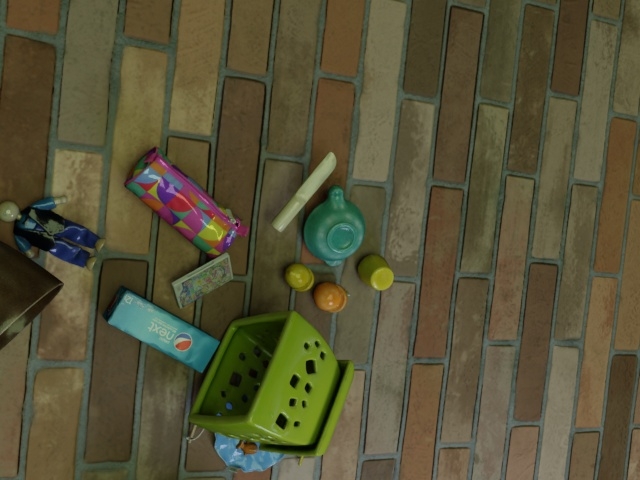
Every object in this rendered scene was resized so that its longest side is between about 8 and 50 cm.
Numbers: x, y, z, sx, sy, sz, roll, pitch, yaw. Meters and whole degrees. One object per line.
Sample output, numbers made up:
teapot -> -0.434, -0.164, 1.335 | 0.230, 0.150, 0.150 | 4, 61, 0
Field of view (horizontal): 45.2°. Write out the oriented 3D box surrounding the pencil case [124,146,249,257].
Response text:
pencil case -> -0.251, -0.070, 1.443 | 0.236, 0.104, 0.104 | 39, 79, -22

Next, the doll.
doll -> -0.482, -0.021, 1.372 | 0.189, 0.046, 0.129 | 26, 93, -17

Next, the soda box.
soda box -> -0.301, 0.169, 1.458 | 0.210, 0.067, 0.071 | 33, 81, -23

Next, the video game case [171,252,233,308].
video game case -> -0.226, 0.078, 1.483 | 0.122, 0.087, 0.011 | -30, 61, -19

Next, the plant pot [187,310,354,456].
plant pot -> -0.080, 0.286, 1.461 | 0.207, 0.228, 0.227 | 37, 60, -28

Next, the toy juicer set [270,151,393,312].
toy juicer set -> 0.000, 0.000, 1.575 | 0.209, 0.089, 0.329 | -31, 115, -5

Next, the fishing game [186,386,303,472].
fishing game -> -0.132, 0.385, 1.568 | 0.264, 0.041, 0.189 | 23, 82, -24

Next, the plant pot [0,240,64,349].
plant pot -> -0.586, 0.067, 1.265 | 0.230, 0.215, 0.215 | 45, 76, -5
